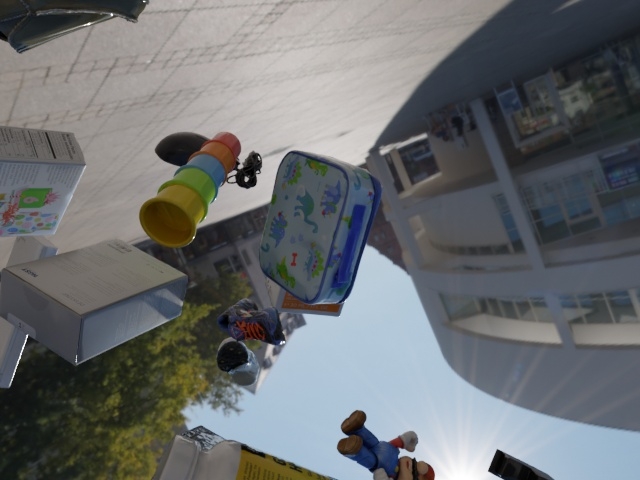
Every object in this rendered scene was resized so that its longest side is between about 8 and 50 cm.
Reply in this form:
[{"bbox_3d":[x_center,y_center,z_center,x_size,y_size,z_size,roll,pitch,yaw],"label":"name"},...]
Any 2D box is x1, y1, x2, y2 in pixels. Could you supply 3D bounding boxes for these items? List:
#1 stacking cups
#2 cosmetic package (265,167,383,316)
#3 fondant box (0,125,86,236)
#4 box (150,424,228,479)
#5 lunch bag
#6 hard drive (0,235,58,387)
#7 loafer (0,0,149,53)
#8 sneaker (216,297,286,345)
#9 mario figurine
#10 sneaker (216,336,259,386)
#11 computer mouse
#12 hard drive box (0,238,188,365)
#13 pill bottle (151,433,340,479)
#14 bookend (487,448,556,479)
[{"bbox_3d":[-0.210,-0.112,0.922,0.095,0.096,0.316,-21,-154,26],"label":"stacking cups"},{"bbox_3d":[0.000,0.000,1.539,0.229,0.454,0.161,7,-155,-20],"label":"cosmetic package"},{"bbox_3d":[-0.663,-0.108,0.973,0.330,0.096,0.238,-4,146,-47],"label":"fondant box"},{"bbox_3d":[-0.299,0.875,1.451,0.480,0.471,0.297,-62,172,-11],"label":"box"},{"bbox_3d":[-0.004,-0.019,0.782,0.090,0.219,0.176,3,-163,-42],"label":"lunch bag"},{"bbox_3d":[-0.775,0.158,1.284,0.047,0.353,0.233,21,178,-44],"label":"hard drive"},{"bbox_3d":[-0.297,-0.233,0.501,0.251,0.088,0.094,-12,-150,-36],"label":"loafer"},{"bbox_3d":[-0.145,0.183,1.054,0.087,0.083,0.221,-24,-167,-31],"label":"sneaker"},{"bbox_3d":[0.206,0.593,1.380,0.198,0.320,0.170,-55,-162,-22],"label":"mario figurine"},{"bbox_3d":[-0.211,0.296,1.284,0.085,0.086,0.237,-11,145,-3],"label":"sneaker"},{"bbox_3d":[-0.281,-0.223,1.285,0.272,0.072,0.189,14,-151,-5],"label":"computer mouse"},{"bbox_3d":[-0.375,0.090,0.859,0.181,0.089,0.232,24,-159,21],"label":"hard drive box"},{"bbox_3d":[-0.109,0.441,0.817,0.188,0.333,0.188,-60,-168,21],"label":"pill bottle"},{"bbox_3d":[0.559,0.652,1.371,0.072,0.156,0.157,-64,174,-7],"label":"bookend"}]
